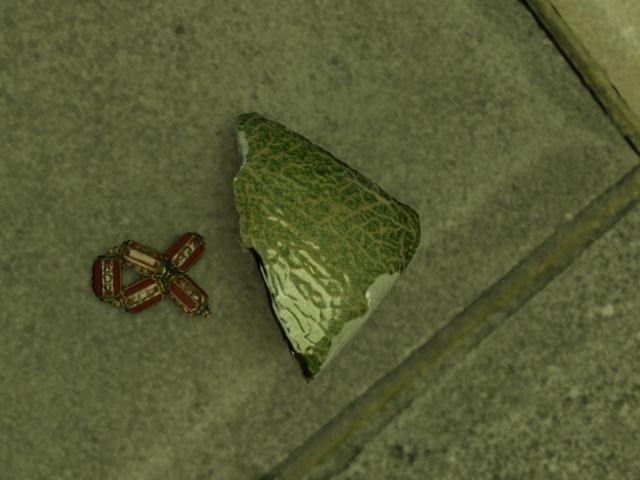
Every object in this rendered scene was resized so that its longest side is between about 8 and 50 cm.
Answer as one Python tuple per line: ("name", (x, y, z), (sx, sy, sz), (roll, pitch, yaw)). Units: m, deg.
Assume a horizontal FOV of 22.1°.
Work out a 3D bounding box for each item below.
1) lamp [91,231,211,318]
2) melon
("lamp", (-0.121, 0.028, 1.164), (0.083, 0.031, 0.063), (-5, 84, -11))
("melon", (0.004, -0.002, 1.169), (0.139, 0.093, 0.202), (-13, 80, -12))
